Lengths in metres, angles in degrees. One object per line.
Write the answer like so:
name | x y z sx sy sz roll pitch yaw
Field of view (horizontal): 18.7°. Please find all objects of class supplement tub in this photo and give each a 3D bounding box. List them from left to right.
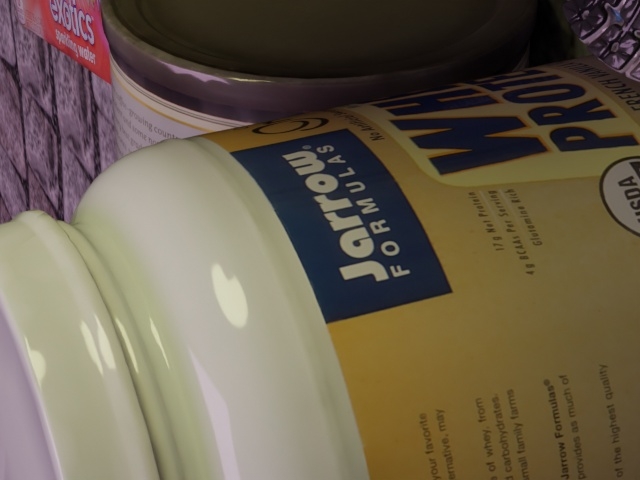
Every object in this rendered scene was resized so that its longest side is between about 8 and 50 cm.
supplement tub | 0.034 0.058 0.743 0.228 0.316 0.228 167 90 -70

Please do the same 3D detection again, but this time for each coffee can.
coffee can | 0.000 0.000 0.965 0.201 0.201 0.275 -131 34 -52

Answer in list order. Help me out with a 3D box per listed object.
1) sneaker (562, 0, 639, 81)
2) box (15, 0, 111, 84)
sneaker | 0.129 -0.116 0.749 0.063 0.073 0.162 -54 36 32
box | -0.089 -0.189 1.175 0.300 0.142 0.154 -144 46 -61
